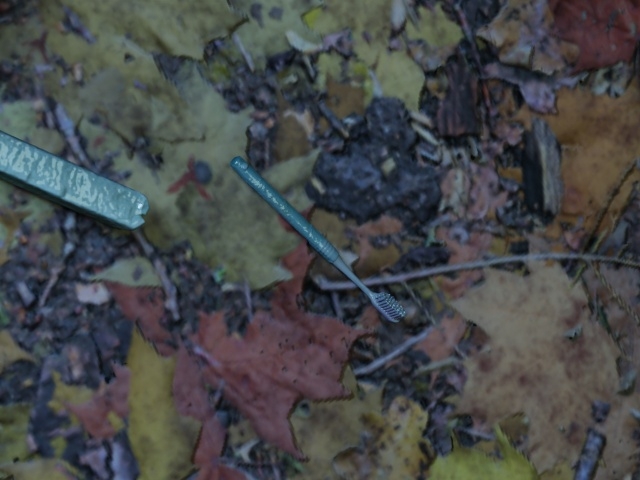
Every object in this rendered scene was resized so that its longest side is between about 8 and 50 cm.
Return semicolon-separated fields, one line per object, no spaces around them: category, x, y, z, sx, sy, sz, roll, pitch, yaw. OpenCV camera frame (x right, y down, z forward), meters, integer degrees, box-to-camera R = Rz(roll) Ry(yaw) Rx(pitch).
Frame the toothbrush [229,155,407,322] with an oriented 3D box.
toothbrush;0.000;0.000;1.247;0.167;0.014;0.011;44;53;-18

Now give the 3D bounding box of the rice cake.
rice cake;-0.186;-0.047;1.145;0.171;0.033;0.029;24;82;-25
